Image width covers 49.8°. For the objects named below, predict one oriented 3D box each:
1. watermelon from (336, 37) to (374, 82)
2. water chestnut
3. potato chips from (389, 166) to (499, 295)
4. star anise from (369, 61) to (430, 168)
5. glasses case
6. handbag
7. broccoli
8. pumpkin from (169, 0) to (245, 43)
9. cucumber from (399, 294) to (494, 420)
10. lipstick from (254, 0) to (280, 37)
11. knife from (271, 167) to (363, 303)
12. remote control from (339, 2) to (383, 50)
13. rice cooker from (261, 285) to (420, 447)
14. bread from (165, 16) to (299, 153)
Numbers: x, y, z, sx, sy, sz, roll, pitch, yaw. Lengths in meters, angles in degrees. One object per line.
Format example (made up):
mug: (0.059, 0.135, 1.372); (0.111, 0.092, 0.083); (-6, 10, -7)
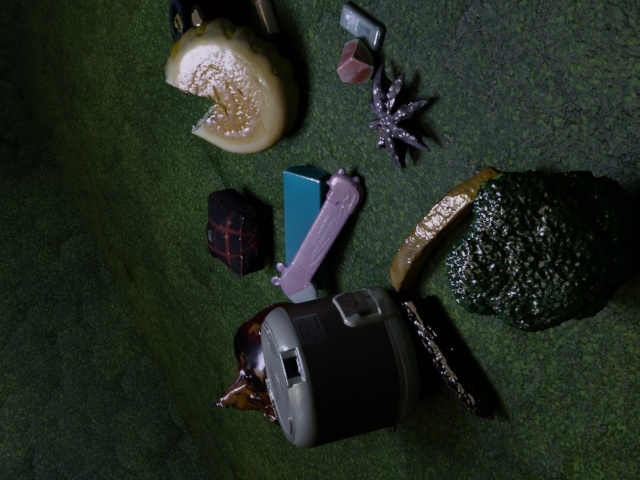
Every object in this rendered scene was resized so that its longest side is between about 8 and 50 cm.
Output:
watermelon: (0.067, -0.368, 1.403); (0.092, 0.072, 0.084); (58, 138, 18)
water chestnut: (-0.113, 0.349, 1.802); (0.335, 0.347, 0.335); (44, 149, 35)
potato chips: (0.220, -0.007, 1.365); (0.057, 0.080, 0.407); (66, 148, 27)
star anise: (0.148, -0.240, 1.358); (0.180, 0.061, 0.205); (27, 127, 47)
glasses case: (-0.027, -0.031, 1.720); (0.117, 0.070, 0.301); (19, 121, 32)
handbag: (-0.231, -0.021, 1.940); (0.169, 0.155, 0.215); (25, 125, 39)
broccoli: (0.320, -0.001, 1.053); (0.297, 0.297, 0.298); (-114, 23, -55)
pumpkin: (-0.290, -0.554, 1.743); (0.233, 0.163, 0.233); (30, 128, 48)
cucumber: (0.264, 0.245, 1.430); (0.300, 0.072, 0.072); (60, 146, 16)
lipstick: (-0.132, -0.547, 1.628); (0.038, 0.038, 0.131); (-12, 96, 57)
knife: (0.000, 0.000, 1.647); (0.132, 0.038, 0.399); (31, 125, 2)
remote control: (0.082, -0.433, 1.395); (0.124, 0.018, 0.053); (46, 141, 32)
rice cooker: (0.050, 0.269, 1.532); (0.335, 0.325, 0.335); (169, 90, -76)
bread: (-0.195, -0.369, 1.646); (0.333, 0.160, 0.333); (9, 129, 11)
